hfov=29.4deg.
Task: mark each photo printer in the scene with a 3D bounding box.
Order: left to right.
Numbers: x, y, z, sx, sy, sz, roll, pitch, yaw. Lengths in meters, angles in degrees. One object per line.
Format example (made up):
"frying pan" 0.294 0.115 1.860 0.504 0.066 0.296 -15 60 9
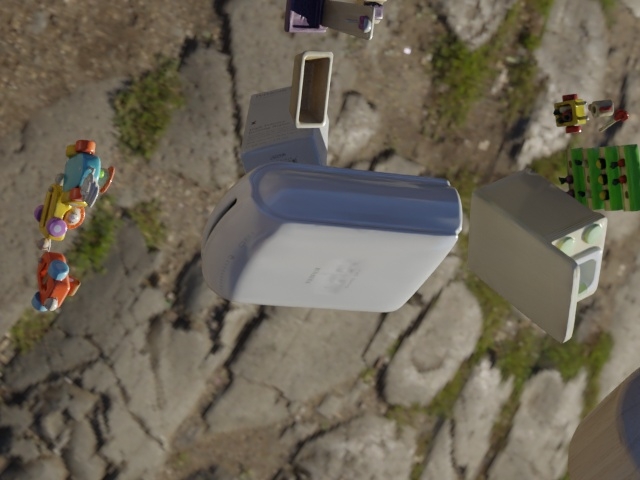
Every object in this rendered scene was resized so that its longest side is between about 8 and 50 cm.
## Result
"photo printer" 0.000 0.000 1.617 0.307 0.107 0.256 5 150 -19

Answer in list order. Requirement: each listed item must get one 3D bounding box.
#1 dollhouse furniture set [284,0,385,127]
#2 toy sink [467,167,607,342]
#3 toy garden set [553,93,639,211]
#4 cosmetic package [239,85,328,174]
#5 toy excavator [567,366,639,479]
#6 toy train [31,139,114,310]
"dollhouse furniture set" 0.027 -0.146 1.013 0.091 0.081 0.114 -6 110 -37
"toy sink" 0.350 0.019 1.872 0.131 0.234 0.153 -23 131 -25
"toy garden set" 0.457 -0.150 2.057 0.049 0.244 0.204 -8 94 -12
"cosmetic package" -0.052 -0.161 1.880 0.117 0.231 0.086 -13 119 7
"toy excavator" 0.333 0.343 0.801 0.445 0.432 0.222 -63 -178 -41
"toy train" -0.233 -0.014 1.171 0.046 0.125 0.166 10 128 -31
